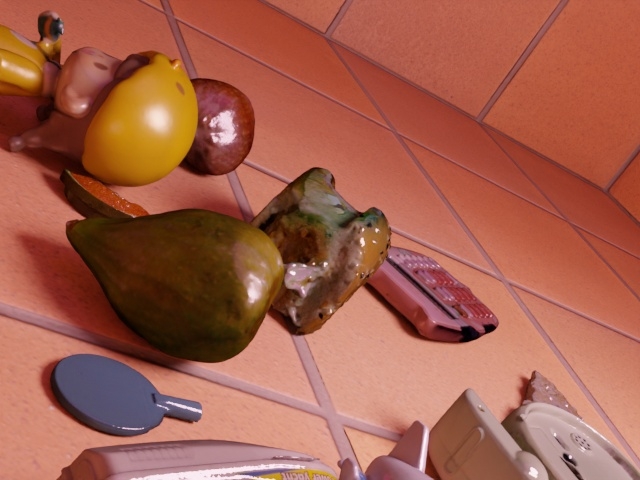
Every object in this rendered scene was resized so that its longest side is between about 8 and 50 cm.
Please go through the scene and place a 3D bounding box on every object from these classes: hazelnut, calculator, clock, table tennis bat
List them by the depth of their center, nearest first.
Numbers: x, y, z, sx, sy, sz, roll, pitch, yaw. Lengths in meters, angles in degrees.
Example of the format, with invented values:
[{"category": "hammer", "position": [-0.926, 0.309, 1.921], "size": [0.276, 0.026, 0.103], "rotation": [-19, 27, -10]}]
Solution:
[{"category": "table tennis bat", "position": [-0.181, 0.148, 0.923], "size": [0.155, 0.019, 0.100], "rotation": [18, 25, -34]}, {"category": "clock", "position": [0.297, 0.306, 1.185], "size": [0.324, 0.109, 0.265], "rotation": [14, 28, -45]}, {"category": "hazelnut", "position": [-0.171, -0.175, 1.507], "size": [0.143, 0.143, 0.154], "rotation": [-35, 110, -69]}, {"category": "calculator", "position": [0.182, 0.088, 1.605], "size": [0.220, 0.048, 0.329], "rotation": [42, 19, 24]}]

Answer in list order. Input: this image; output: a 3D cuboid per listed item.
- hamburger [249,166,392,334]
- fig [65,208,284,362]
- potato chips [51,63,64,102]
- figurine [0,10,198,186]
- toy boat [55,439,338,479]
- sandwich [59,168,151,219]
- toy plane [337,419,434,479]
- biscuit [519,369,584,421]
[{"category": "hamburger", "position": [0.000, 0.000, 1.326], "size": [0.168, 0.192, 0.288], "rotation": [45, 21, 1]}, {"category": "fig", "position": [-0.149, 0.048, 1.044], "size": [0.233, 0.167, 0.167], "rotation": [2, 5, 28]}, {"category": "potato chips", "position": [-0.331, -0.208, 1.456], "size": [0.150, 0.049, 0.201], "rotation": [34, 17, 24]}, {"category": "figurine", "position": [-0.324, -0.198, 1.267], "size": [0.343, 0.187, 0.215], "rotation": [25, 30, -4]}, {"category": "toy boat", "position": [-0.083, 0.222, 0.743], "size": [0.269, 0.141, 0.141], "rotation": [22, 23, -38]}, {"category": "sandwich", "position": [-0.265, -0.043, 1.212], "size": [0.135, 0.029, 0.067], "rotation": [29, 15, -11]}, {"category": "toy plane", "position": [0.112, 0.274, 0.895], "size": [0.266, 0.123, 0.267], "rotation": [36, 3, -2]}, {"category": "biscuit", "position": [0.353, 0.274, 1.461], "size": [0.133, 0.032, 0.250], "rotation": [39, 19, 8]}]
